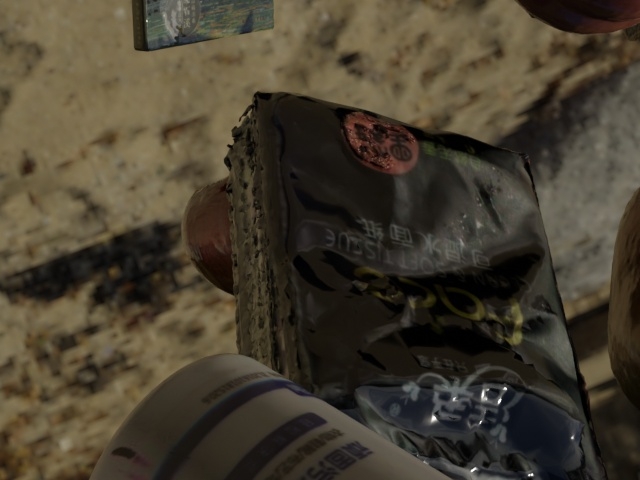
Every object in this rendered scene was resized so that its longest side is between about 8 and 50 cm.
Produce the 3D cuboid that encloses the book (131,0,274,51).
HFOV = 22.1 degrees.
[{"bbox_3d":[-0.098,-0.277,1.338,0.024,0.228,0.160,12,-161,37],"label":"book"}]

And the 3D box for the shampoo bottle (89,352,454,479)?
[{"bbox_3d":[0.066,0.136,0.442,0.092,0.303,0.092,-34,139,-36],"label":"shampoo bottle"}]

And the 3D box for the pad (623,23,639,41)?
[{"bbox_3d":[0.330,-0.379,1.552,0.063,0.315,0.375,3,170,-13],"label":"pad"}]

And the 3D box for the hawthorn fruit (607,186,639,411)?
[{"bbox_3d":[0.376,0.027,1.362,0.267,0.301,0.268,4,176,0],"label":"hawthorn fruit"}]

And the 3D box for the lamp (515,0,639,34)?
[{"bbox_3d":[0.221,-0.327,1.367,0.239,0.305,0.305,4,159,-21],"label":"lamp"}]

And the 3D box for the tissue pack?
[{"bbox_3d":[0.062,0.050,1.123,0.245,0.332,0.123,12,136,-20],"label":"tissue pack"}]

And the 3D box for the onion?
[{"bbox_3d":[0.000,-0.011,1.429,0.248,0.161,0.248,-25,167,-6],"label":"onion"}]
